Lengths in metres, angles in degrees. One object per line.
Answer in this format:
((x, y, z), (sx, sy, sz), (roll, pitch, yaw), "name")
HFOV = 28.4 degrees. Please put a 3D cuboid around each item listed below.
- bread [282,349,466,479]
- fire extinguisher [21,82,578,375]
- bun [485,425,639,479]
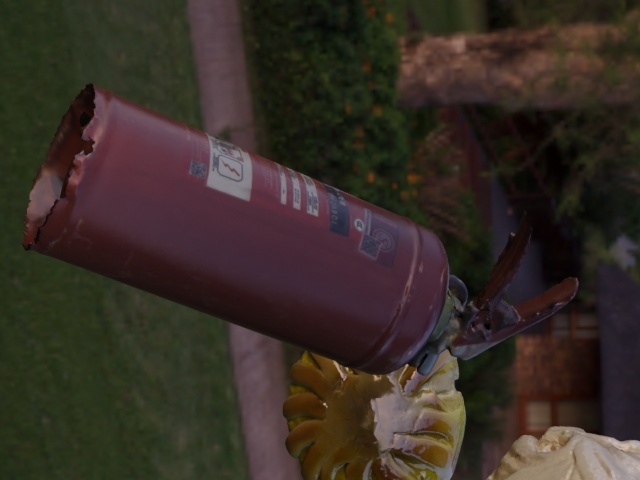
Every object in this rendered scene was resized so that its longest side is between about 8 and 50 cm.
((0.054, 0.182, 1.327), (0.105, 0.213, 0.213), (2, 86, -78), "bread")
((0.000, 0.000, 0.780), (0.147, 0.337, 0.106), (-53, -153, 35), "fire extinguisher")
((0.246, 0.250, 1.210), (0.231, 0.231, 0.133), (-45, 119, -71), "bun")
